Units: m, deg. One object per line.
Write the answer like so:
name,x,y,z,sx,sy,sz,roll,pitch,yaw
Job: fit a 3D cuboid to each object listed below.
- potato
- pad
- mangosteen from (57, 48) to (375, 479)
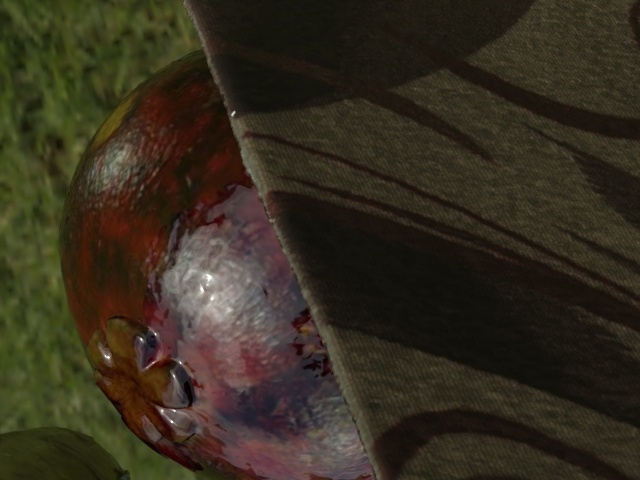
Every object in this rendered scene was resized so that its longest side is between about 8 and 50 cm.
potato,-0.217,0.215,1.378,0.176,0.298,0.141,34,103,10
pad,0.090,-0.013,0.653,0.220,0.330,0.004,-5,126,-14
mangosteen,0.000,0.000,1.293,0.359,0.306,0.306,-41,143,-35
